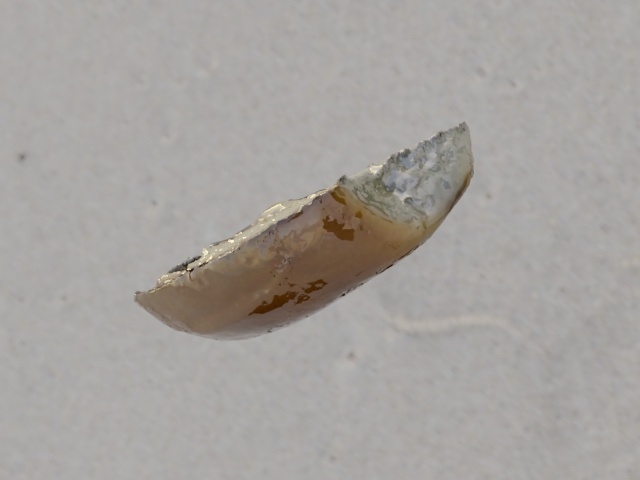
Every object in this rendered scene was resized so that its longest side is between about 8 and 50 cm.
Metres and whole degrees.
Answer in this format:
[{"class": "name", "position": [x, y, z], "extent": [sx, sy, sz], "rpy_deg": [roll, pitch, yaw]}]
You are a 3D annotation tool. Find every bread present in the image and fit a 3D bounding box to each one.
[{"class": "bread", "position": [0.000, 0.000, 0.731], "extent": [0.126, 0.044, 0.129], "rpy_deg": [-33, 1, -36]}]
